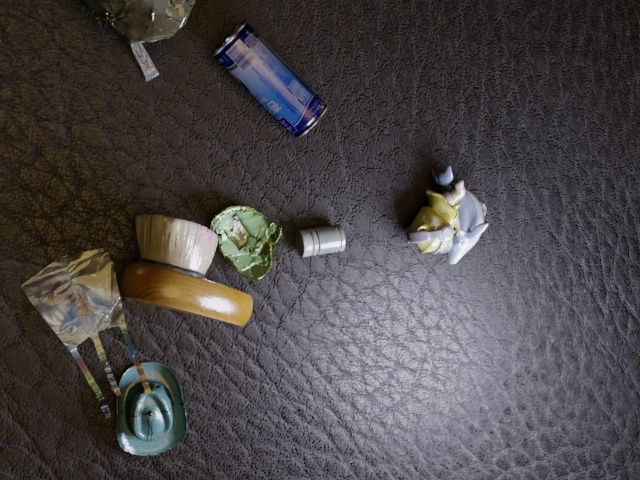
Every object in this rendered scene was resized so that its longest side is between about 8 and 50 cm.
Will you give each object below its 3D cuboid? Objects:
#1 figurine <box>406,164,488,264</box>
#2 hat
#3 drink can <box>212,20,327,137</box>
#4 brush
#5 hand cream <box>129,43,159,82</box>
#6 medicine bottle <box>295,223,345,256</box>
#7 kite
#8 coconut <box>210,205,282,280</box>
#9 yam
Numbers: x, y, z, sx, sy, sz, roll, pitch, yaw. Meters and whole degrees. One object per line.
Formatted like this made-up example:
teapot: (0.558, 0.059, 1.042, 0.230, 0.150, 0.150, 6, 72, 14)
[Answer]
figurine: (0.266, -0.052, 1.748, 0.184, 0.128, 0.208, -13, 90, -15)
hat: (-0.330, 0.335, 1.590, 0.138, 0.078, 0.191, -8, 97, -15)
drink can: (-0.098, -0.314, 1.609, 0.235, 0.097, 0.097, 43, 80, -18)
brush: (-0.239, 0.060, 1.561, 0.267, 0.174, 0.166, 21, 78, -28)
hand cream: (-0.341, -0.350, 1.561, 0.030, 0.019, 0.093, -31, 106, -13)
medicine bottle: (0.000, 0.000, 1.688, 0.091, 0.058, 0.058, -8, 97, -19)
kite: (-0.415, 0.166, 1.545, 0.169, 0.015, 0.310, -30, 91, -14)
coconut: (-0.144, 0.000, 1.639, 0.133, 0.055, 0.158, -24, 104, -21)
yam: (-0.348, -0.481, 1.463, 0.271, 0.202, 0.201, 39, 101, -19)
